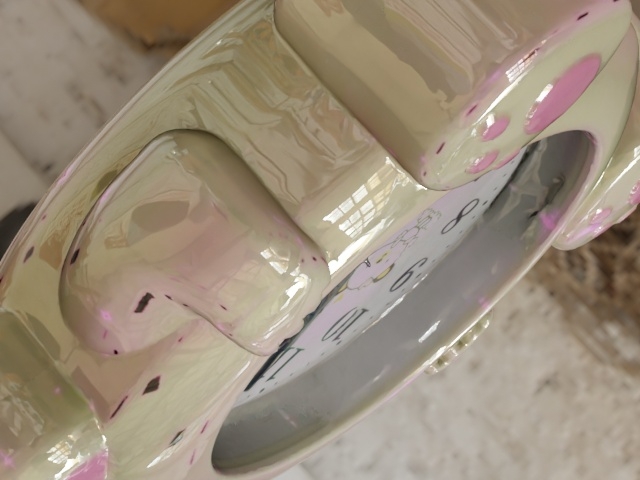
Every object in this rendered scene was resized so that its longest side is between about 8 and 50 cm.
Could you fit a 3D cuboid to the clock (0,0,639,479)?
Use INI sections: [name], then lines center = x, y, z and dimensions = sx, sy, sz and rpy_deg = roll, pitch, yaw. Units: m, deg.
[clock]
center = 0.000, 0.000, 0.750
dimensions = 0.114, 0.309, 0.284
rpy_deg = 49, -169, 15
